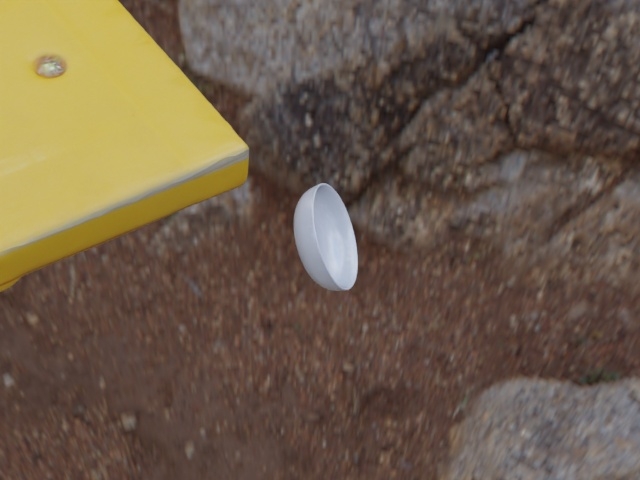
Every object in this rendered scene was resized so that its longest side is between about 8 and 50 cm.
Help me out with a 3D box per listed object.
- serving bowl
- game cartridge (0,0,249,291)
[{"bbox_3d":[0.000,0.000,1.297,0.027,0.083,0.083,-15,66,21],"label":"serving bowl"},{"bbox_3d":[-0.260,-0.082,1.212,0.323,0.053,0.285,-25,56,-26],"label":"game cartridge"}]
